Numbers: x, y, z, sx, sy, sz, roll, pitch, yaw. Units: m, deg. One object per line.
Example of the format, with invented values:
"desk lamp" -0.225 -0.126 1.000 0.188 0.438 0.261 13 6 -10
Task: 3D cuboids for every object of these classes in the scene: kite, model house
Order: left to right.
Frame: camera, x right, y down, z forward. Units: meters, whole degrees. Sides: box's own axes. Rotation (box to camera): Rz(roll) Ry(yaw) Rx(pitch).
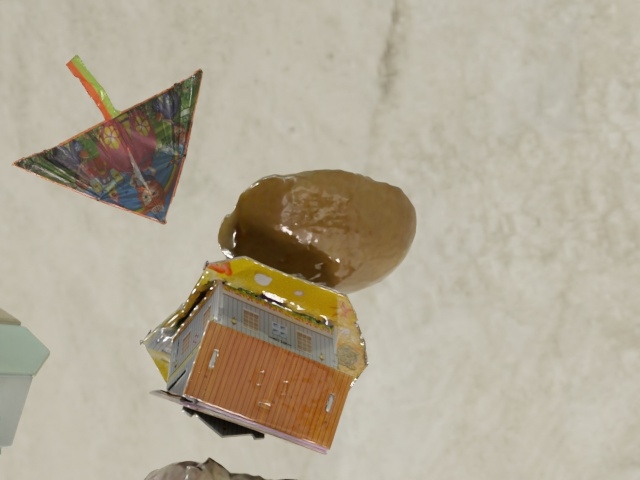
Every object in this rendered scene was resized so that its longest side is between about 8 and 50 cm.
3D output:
"kite" -0.167 -0.084 1.115 0.010 0.190 0.159 -1 116 59
"model house" -0.052 0.147 1.255 0.207 0.219 0.136 -49 26 36

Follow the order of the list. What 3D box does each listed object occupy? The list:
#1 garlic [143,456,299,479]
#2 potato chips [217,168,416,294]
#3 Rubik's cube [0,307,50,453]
"garlic" -0.093 0.301 1.181 0.245 0.245 0.161 -48 25 52
"potato chips" 0.000 0.000 1.318 0.150 0.201 0.049 -67 24 21
"Rubik's cube" -0.431 0.129 1.393 0.213 0.265 0.224 -31 58 34
